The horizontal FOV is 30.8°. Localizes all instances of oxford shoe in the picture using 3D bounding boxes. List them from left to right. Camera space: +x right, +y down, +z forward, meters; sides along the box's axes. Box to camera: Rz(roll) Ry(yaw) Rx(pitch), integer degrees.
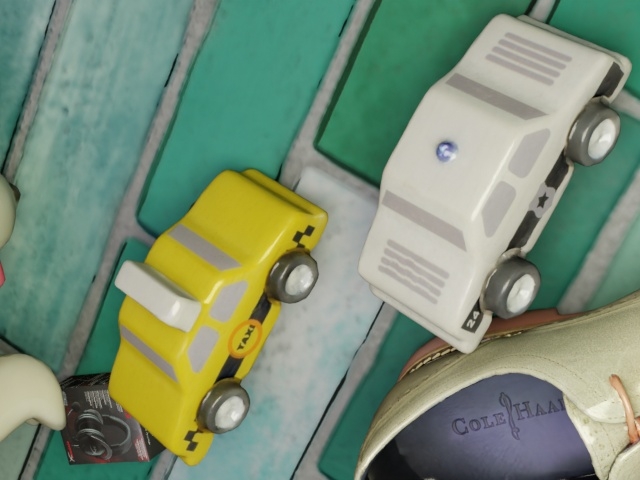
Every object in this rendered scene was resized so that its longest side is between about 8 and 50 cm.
[{"bbox_3d":[0.199,0.082,0.617,0.397,0.146,0.141,-25,93,28],"label":"oxford shoe"}]

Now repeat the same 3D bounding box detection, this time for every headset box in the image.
[{"bbox_3d":[-0.152,0.130,0.858,0.083,0.032,0.062,-7,101,28],"label":"headset box"}]

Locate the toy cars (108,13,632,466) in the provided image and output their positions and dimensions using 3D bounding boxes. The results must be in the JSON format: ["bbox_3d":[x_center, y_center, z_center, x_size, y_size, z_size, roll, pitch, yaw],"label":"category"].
[{"bbox_3d":[0.000,0.000,0.683,0.393,0.087,0.177,-27,62,28],"label":"toy cars"}]

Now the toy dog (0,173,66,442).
[{"bbox_3d":[-0.366,0.074,0.791,0.395,0.284,0.408,24,81,-4],"label":"toy dog"}]
